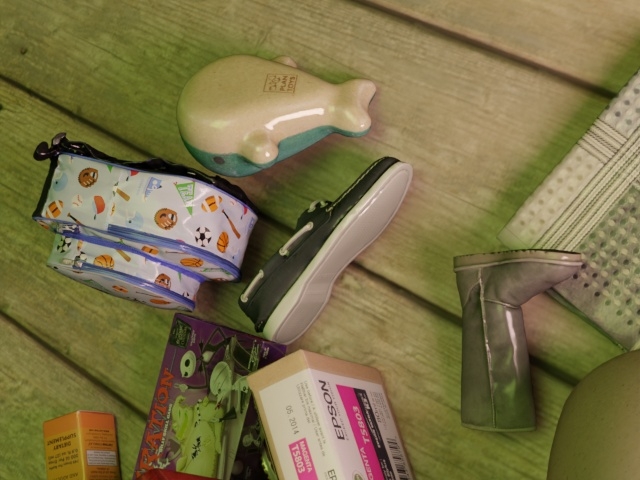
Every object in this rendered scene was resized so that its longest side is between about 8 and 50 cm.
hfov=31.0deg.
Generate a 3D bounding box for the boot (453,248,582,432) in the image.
[{"bbox_3d":[0.227,0.116,1.330,0.190,0.076,0.208,-10,78,52],"label":"boot"}]

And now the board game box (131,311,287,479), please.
[{"bbox_3d":[-0.163,0.283,1.524,0.208,0.056,0.346,10,86,53],"label":"board game box"}]

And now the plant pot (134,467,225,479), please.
[{"bbox_3d":[-0.158,0.411,1.312,0.267,0.267,0.235,-40,62,10],"label":"plant pot"}]

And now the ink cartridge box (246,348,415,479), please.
[{"bbox_3d":[0.027,0.260,1.375,0.088,0.193,0.234,-28,65,22],"label":"ink cartridge box"}]

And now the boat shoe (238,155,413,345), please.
[{"bbox_3d":[0.000,0.000,1.506,0.091,0.114,0.302,43,100,25],"label":"boat shoe"}]

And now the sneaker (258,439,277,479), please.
[{"bbox_3d":[-0.018,0.306,1.471,0.084,0.069,0.185,-27,62,1],"label":"sneaker"}]

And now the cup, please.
[{"bbox_3d":[0.358,0.245,1.145,0.331,0.331,0.237,-40,33,16],"label":"cup"}]

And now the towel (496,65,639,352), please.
[{"bbox_3d":[0.406,-0.026,1.321,0.324,0.056,0.312,-50,62,8],"label":"towel"}]

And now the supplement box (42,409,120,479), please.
[{"bbox_3d":[-0.331,0.363,1.627,0.078,0.080,0.233,-21,70,27],"label":"supplement box"}]

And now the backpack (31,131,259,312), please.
[{"bbox_3d":[-0.227,-0.017,1.567,0.263,0.276,0.213,3,82,24],"label":"backpack"}]

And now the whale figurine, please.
[{"bbox_3d":[-0.059,-0.163,1.586,0.272,0.141,0.216,0,46,8],"label":"whale figurine"}]
